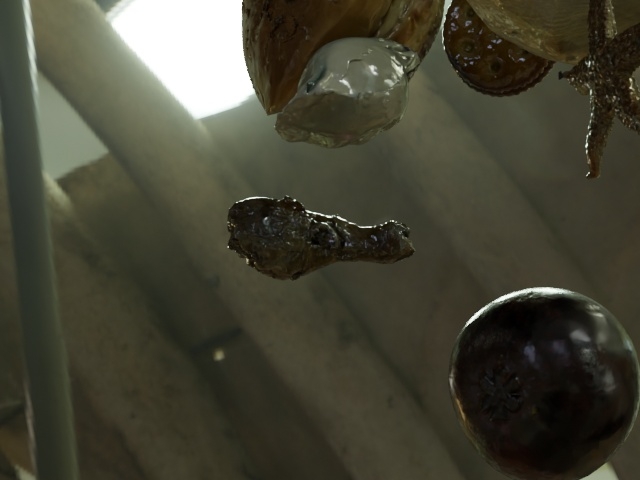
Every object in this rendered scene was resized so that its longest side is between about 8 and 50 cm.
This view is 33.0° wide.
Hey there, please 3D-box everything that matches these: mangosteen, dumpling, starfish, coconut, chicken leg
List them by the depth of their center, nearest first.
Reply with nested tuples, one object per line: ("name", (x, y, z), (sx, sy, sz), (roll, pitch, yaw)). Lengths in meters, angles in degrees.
("chicken leg", (0.000, 0.001, 1.129), (0.198, 0.084, 0.069), (3, -18, 2))
("dumpling", (0.029, -0.144, 1.132), (0.188, 0.108, 0.127), (-29, -24, -35))
("starfish", (0.353, -0.216, 1.282), (0.048, 0.295, 0.231), (0, 6, -13))
("mangosteen", (0.289, 0.173, 1.308), (0.261, 0.235, 0.235), (2, -33, -47))
("coconut", (0.367, -0.410, 1.497), (0.346, 0.360, 0.346), (-14, -59, -26))

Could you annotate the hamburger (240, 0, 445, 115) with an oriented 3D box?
("hamburger", (0.015, -0.279, 1.293), (0.174, 0.304, 0.284), (16, -62, -25))

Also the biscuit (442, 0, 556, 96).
("biscuit", (0.321, -0.364, 1.912), (0.220, 0.220, 0.066), (-33, -15, 25))
